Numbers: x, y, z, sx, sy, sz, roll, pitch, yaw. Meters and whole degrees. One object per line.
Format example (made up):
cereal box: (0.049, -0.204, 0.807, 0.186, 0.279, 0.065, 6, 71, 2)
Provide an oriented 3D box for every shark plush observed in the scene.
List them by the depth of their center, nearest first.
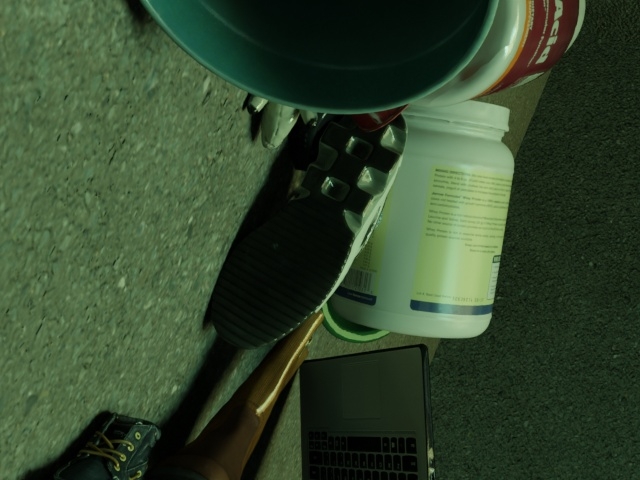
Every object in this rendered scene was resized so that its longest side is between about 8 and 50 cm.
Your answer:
shark plush: (-0.042, -0.180, 1.066, 0.067, 0.073, 0.161, 137, -47, -82)

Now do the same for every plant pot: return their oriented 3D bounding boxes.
plant pot: (0.021, -0.280, 0.743, 0.272, 0.271, 0.255, 89, 17, -52)

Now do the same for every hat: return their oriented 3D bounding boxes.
hat: (0.043, 0.061, 1.642, 0.208, 0.183, 0.173, 1, 100, -28)

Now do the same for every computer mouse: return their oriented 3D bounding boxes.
computer mouse: (-0.016, -0.091, 1.247, 0.071, 0.041, 0.242, -39, 155, -36)

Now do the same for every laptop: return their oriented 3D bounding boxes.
laptop: (-0.038, 0.356, 1.351, 0.382, 0.236, 0.408, 159, -69, -62)

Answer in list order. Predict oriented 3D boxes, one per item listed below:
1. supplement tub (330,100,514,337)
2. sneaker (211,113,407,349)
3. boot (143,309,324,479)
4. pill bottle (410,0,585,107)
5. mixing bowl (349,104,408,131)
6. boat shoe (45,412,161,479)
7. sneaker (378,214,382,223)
supplement tub: (0.148, -0.039, 1.440, 0.235, 0.235, 0.325, -8, 107, -73)
sneaker: (0.000, 0.000, 1.189, 0.330, 0.122, 0.146, -53, 165, -13)
boot: (-0.072, 0.193, 1.114, 0.280, 0.096, 0.264, -51, 170, -23)
pill bottle: (0.210, -0.302, 1.318, 0.392, 0.224, 0.224, -26, 134, -59)
mixing bowl: (0.058, -0.218, 1.073, 0.181, 0.098, 0.181, -47, -156, 28)
boat shoe: (-0.200, 0.202, 0.922, 0.183, 0.065, 0.083, 52, 57, -80)
sneaker: (0.039, -0.126, 1.314, 0.092, 0.087, 0.229, -152, -113, -71)
